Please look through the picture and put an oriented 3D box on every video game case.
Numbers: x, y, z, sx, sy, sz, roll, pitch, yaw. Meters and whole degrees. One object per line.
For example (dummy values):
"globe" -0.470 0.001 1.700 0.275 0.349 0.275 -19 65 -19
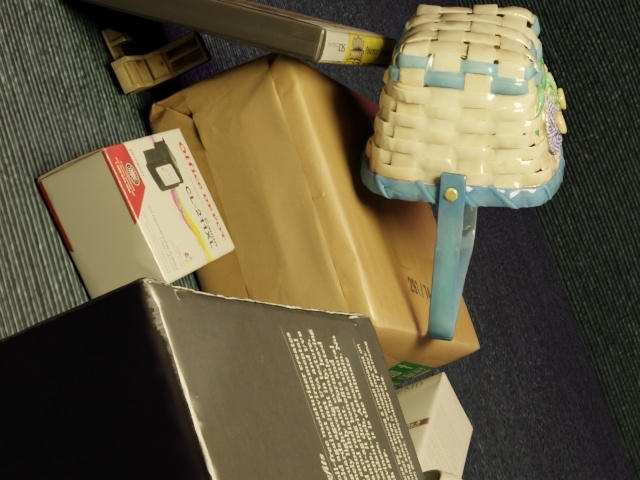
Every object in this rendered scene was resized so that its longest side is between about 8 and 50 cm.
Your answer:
"video game case" -0.086 -0.220 1.574 0.248 0.274 0.035 -15 121 -71

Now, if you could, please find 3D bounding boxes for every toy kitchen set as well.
"toy kitchen set" -0.164 -0.191 1.570 0.068 0.075 0.083 64 14 -2

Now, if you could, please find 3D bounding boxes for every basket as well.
"basket" 0.141 -0.074 1.592 0.255 0.201 0.289 -72 169 -62

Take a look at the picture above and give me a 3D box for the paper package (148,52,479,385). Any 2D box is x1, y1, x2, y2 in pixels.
"paper package" 0.000 0.000 1.649 0.325 0.168 0.310 18 52 -67

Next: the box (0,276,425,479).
"box" -0.126 0.163 0.901 0.294 0.296 0.183 16 53 -66

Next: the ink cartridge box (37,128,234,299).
"ink cartridge box" -0.156 -0.022 1.391 0.127 0.072 0.175 65 19 -2

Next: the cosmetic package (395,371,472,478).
"cosmetic package" 0.082 0.233 1.669 0.085 0.117 0.231 63 18 -14

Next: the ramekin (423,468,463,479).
"ramekin" 0.074 0.298 1.445 0.109 0.207 0.207 54 19 -2
